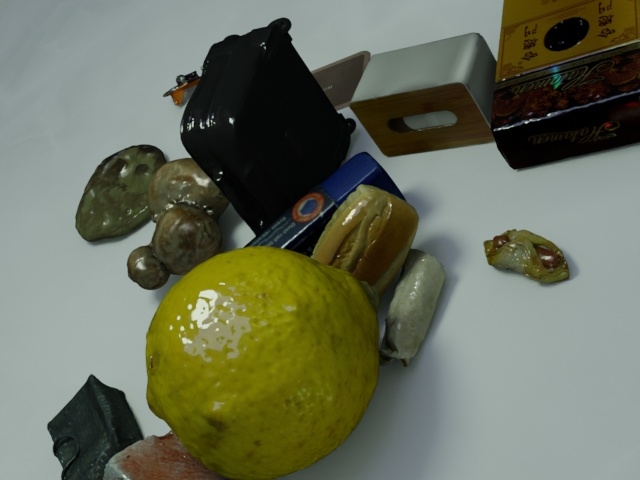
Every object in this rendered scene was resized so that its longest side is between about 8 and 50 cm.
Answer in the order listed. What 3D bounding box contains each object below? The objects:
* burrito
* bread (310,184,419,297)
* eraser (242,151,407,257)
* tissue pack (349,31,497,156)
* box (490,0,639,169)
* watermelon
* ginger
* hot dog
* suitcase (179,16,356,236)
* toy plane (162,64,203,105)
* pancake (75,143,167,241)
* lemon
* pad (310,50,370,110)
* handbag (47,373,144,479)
[{"bbox_3d":[0.147,0.111,1.484,0.087,0.060,0.226,-6,51,42],"label":"burrito"},{"bbox_3d":[0.064,0.024,1.530,0.236,0.140,0.106,-59,11,16],"label":"bread"},{"bbox_3d":[0.000,0.000,1.636,0.332,0.155,0.101,-40,40,0],"label":"eraser"},{"bbox_3d":[0.206,-0.270,1.709,0.246,0.159,0.136,-6,49,37],"label":"tissue pack"},{"bbox_3d":[0.450,-0.330,1.597,0.264,0.116,0.415,-10,48,31],"label":"box"},{"bbox_3d":[-0.233,0.379,1.442,0.261,0.201,0.213,-45,47,-12],"label":"watermelon"},{"bbox_3d":[-0.289,-0.036,1.898,0.245,0.155,0.304,-12,47,29],"label":"ginger"},{"bbox_3d":[0.316,0.015,1.433,0.169,0.061,0.078,18,66,46],"label":"hot dog"},{"bbox_3d":[-0.098,-0.196,1.743,0.188,0.345,0.339,-7,50,28],"label":"suitcase"},{"bbox_3d":[-0.327,-0.418,2.350,0.188,0.062,0.135,-38,13,1],"label":"toy plane"},{"bbox_3d":[-0.480,-0.115,2.210,0.294,0.049,0.294,-19,47,23],"label":"pancake"},{"bbox_3d":[-0.080,0.179,1.388,0.387,0.350,0.350,-25,39,-6],"label":"lemon"},{"bbox_3d":[-0.008,-0.335,2.061,0.266,0.002,0.176,-16,45,27],"label":"pad"},{"bbox_3d":[-0.428,0.374,1.704,0.175,0.089,0.270,-48,39,4],"label":"handbag"}]
